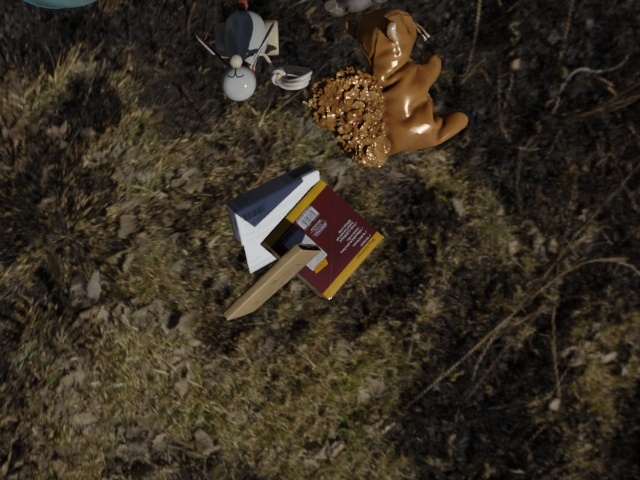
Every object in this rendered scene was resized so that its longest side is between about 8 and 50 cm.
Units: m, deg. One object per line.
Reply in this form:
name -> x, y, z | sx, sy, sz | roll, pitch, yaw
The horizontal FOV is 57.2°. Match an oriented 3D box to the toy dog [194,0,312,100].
toy dog -> -0.168, -0.451, 1.307 | 0.220, 0.333, 0.161 | -18, 130, -15

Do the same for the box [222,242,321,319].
box -> -0.092, 0.079, 1.179 | 0.201, 0.164, 0.021 | -43, 80, 9

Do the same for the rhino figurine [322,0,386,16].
rhino figurine -> 0.106, -0.513, 1.190 | 0.243, 0.106, 0.073 | -9, 100, 20

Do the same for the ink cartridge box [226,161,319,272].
ink cartridge box -> -0.119, -0.064, 1.677 | 0.275, 0.060, 0.239 | -30, 141, -23

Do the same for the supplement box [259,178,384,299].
supplement box -> 0.000, 0.000, 1.347 | 0.194, 0.129, 0.191 | 42, 81, -6

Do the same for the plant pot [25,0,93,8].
plant pot -> -0.547, -0.624, 1.249 | 0.272, 0.255, 0.271 | -21, 125, -33

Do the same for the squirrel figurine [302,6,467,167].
squirrel figurine -> 0.162, -0.419, 1.607 | 0.397, 0.281, 0.370 | -35, 131, -18
